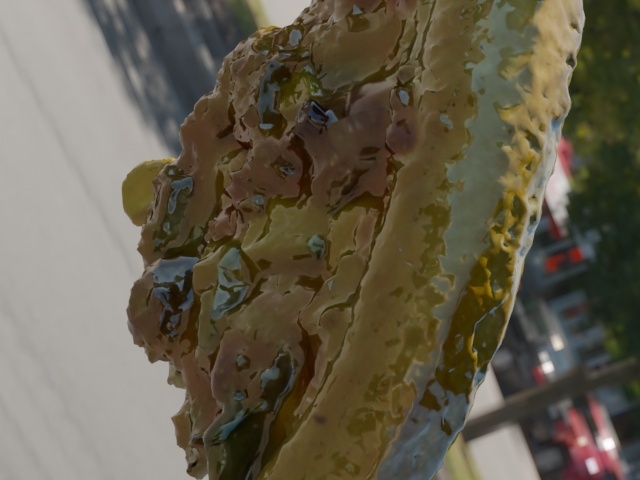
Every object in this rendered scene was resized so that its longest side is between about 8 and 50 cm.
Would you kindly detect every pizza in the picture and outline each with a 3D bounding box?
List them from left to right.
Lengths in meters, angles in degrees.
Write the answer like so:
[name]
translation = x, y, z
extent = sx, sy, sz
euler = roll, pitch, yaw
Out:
[pizza]
translation = 0.023, -0.013, 0.720
extent = 0.087, 0.268, 0.258
euler = 25, 32, -34
